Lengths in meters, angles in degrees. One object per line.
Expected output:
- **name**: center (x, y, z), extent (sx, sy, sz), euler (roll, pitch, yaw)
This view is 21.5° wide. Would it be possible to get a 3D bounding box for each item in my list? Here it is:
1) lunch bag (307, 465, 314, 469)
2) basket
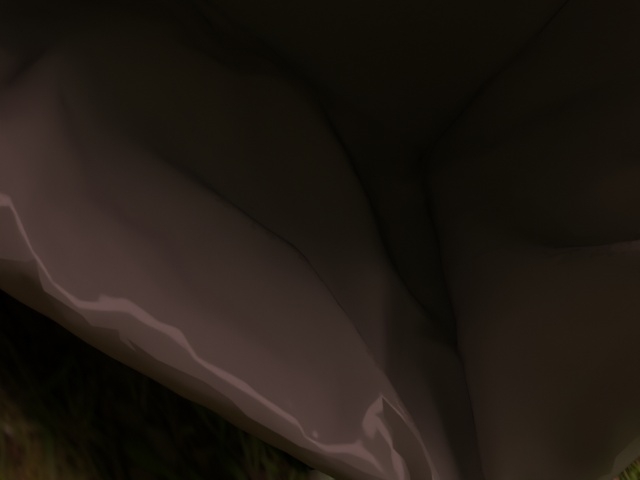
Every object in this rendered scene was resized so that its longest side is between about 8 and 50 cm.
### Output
- **lunch bag**: center (0.006, 0.049, 0.758), extent (0.067, 0.065, 0.098), euler (75, 4, -46)
- **basket**: center (0.036, -0.129, 0.592), extent (0.331, 0.328, 0.266), euler (33, 25, -19)
